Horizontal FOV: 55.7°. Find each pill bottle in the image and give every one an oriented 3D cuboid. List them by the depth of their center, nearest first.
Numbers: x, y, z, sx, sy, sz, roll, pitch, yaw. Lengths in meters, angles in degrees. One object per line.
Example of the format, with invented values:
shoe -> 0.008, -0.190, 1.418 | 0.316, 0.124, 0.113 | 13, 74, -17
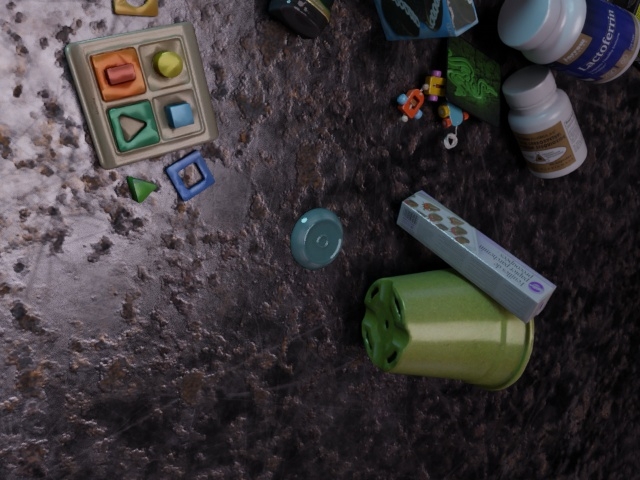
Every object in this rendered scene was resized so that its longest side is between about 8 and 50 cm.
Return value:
pill bottle -> 0.488, -0.412, 1.193 | 0.264, 0.153, 0.153 | 6, 99, -29
pill bottle -> 0.484, -0.259, 1.320 | 0.131, 0.131, 0.229 | -47, 123, -15

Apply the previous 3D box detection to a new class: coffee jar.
coffee jar -> -0.007, -0.423, 0.972 | 0.096, 0.079, 0.185 | 27, 87, -36

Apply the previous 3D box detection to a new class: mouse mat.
mouse mat -> 0.313, -0.322, 1.228 | 0.189, 0.007, 0.153 | 14, 75, -39

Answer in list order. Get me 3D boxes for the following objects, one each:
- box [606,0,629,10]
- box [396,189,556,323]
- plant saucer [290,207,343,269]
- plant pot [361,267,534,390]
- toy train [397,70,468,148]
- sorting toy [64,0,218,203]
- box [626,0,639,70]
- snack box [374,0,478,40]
box -> 0.560, -0.573, 1.322 | 0.321, 0.079, 0.257 | 15, 92, -36
box -> 0.284, 0.023, 1.148 | 0.063, 0.324, 0.067 | -30, 146, -31
plant saucer -> 0.000, 0.000, 1.127 | 0.119, 0.021, 0.120 | -9, 107, -32
plant pot -> 0.230, 0.165, 1.205 | 0.253, 0.276, 0.276 | 1, 102, -22
toy train -> 0.217, -0.259, 1.193 | 0.166, 0.046, 0.125 | 32, 85, -33
sorting toy -> -0.248, -0.213, 0.883 | 0.195, 0.047, 0.348 | -23, 114, -28
box -> 0.833, -0.589, 1.514 | 0.216, 0.060, 0.270 | 20, 91, -36
snack box -> 0.132, -0.491, 0.981 | 0.060, 0.187, 0.322 | -35, 119, -20
